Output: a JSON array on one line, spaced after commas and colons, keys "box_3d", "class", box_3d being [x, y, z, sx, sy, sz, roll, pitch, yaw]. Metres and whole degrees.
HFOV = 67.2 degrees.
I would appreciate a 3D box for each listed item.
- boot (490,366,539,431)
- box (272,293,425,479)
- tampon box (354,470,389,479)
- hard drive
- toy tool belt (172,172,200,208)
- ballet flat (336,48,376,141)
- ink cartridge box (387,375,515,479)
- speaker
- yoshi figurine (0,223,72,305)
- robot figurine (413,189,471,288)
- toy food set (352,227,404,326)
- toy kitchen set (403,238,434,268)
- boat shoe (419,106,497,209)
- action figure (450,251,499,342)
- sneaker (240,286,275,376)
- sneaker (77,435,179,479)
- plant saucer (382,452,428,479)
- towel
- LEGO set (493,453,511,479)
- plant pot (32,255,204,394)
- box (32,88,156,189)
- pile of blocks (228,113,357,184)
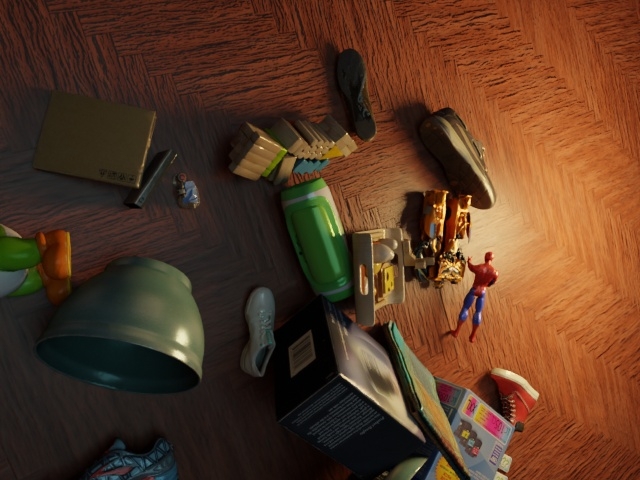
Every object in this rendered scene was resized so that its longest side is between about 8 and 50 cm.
[{"box_3d": [0.621, 0.539, 1.597, 0.244, 0.088, 0.176, 40, 73, -28], "class": "boot"}, {"box_3d": [0.055, 0.331, 1.118, 0.183, 0.296, 0.294, -40, 115, 13], "class": "box"}, {"box_3d": [0.154, 0.721, 1.300, 0.101, 0.120, 0.161, 13, 84, -29], "class": "tampon box"}, {"box_3d": [-0.357, -0.128, 1.010, 0.022, 0.094, 0.135, 38, 72, -31], "class": "hard drive"}, {"box_3d": [-0.295, -0.111, 1.072, 0.052, 0.051, 0.083, -17, 98, -29], "class": "toy tool belt"}, {"box_3d": [0.101, -0.390, 1.306, 0.084, 0.058, 0.250, -16, 94, 6], "class": "ballet flat"}, {"box_3d": [0.370, 0.650, 1.415, 0.270, 0.151, 0.395, 40, 73, -24], "class": "ink cartridge box"}, {"box_3d": [0.000, 0.000, 1.204, 0.131, 0.131, 0.296, -25, 103, -28], "class": "speaker"}, {"box_3d": [-0.619, 0.080, 0.807, 0.362, 0.203, 0.203, -2, 98, -27], "class": "yoshi figurine"}, {"box_3d": [0.372, 0.001, 1.445, 0.211, 0.085, 0.291, 5, 88, -29], "class": "robot figurine"}, {"box_3d": [0.167, 0.082, 1.252, 0.306, 0.092, 0.220, -8, 96, -65], "class": "toy food set"}, {"box_3d": [0.276, 0.037, 1.360, 0.068, 0.083, 0.075, -32, 118, -72], "class": "toy kitchen set"}, {"box_3d": [0.446, -0.251, 1.461, 0.130, 0.132, 0.355, -47, 113, -21], "class": "boat shoe"}, {"box_3d": [0.480, 0.158, 1.498, 0.091, 0.139, 0.280, 16, 106, 8], "class": "action figure"}, {"box_3d": [-0.135, 0.217, 1.144, 0.080, 0.094, 0.212, 7, 86, -29], "class": "sneaker"}, {"box_3d": [-0.431, 0.473, 0.987, 0.262, 0.104, 0.125, -3, 74, -34], "class": "sneaker"}, {"box_3d": [0.127, 0.599, 1.096, 0.317, 0.317, 0.044, -37, 64, -25], "class": "plant saucer"}, {"box_3d": [0.269, 0.397, 1.249, 0.040, 0.370, 0.271, -33, 110, 9], "class": "towel"}, {"box_3d": [0.545, 0.762, 1.569, 0.244, 0.060, 0.182, 36, 69, -25], "class": "LEGO set"}, {"box_3d": [-0.355, 0.155, 0.931, 0.293, 0.293, 0.196, 28, 50, -28], "class": "plant pot"}, {"box_3d": [-0.444, -0.201, 0.958, 0.201, 0.021, 0.164, 11, 81, -7], "class": "box"}, {"box_3d": [-0.078, -0.233, 1.185, 0.362, 0.149, 0.112, -13, 54, -39], "class": "pile of blocks"}]
